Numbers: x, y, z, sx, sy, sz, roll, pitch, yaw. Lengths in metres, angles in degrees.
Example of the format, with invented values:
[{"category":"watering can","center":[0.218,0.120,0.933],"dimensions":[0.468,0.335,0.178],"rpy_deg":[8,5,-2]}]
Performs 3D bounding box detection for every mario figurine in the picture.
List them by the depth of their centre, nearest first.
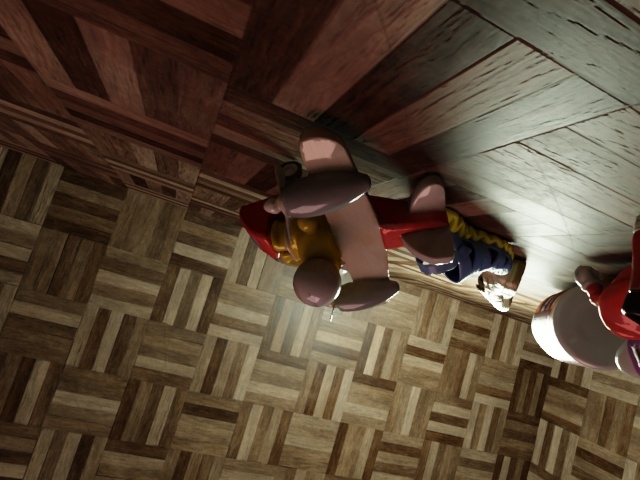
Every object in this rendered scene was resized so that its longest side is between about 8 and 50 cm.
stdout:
[{"category":"mario figurine","center":[0.645,0.092,0.854],"dimensions":[0.198,0.170,0.320],"rpy_deg":[-31,159,26]}]

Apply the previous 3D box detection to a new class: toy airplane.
[{"category":"toy airplane","center":[0.051,0.005,0.781],"dimensions":[0.385,0.273,0.384],"rpy_deg":[33,149,-14]}]

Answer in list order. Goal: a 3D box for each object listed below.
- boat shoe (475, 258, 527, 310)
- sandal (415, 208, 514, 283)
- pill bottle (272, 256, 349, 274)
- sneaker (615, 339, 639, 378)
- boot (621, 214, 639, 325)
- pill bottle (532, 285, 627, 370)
[{"category":"boat shoe","center":[0.525,0.119,1.258],"dimensions":[0.110,0.122,0.341],"rpy_deg":[19,164,23]},{"category":"sandal","center":[0.316,0.033,0.959],"dimensions":[0.317,0.138,0.126],"rpy_deg":[19,171,-30]},{"category":"pill bottle","center":[0.000,0.000,1.245],"dimensions":[0.333,0.188,0.187],"rpy_deg":[10,171,45]},{"category":"sneaker","center":[0.651,0.210,0.805],"dimensions":[0.160,0.102,0.282],"rpy_deg":[-3,155,-18]},{"category":"boot","center":[0.541,0.080,0.595],"dimensions":[0.244,0.177,0.088],"rpy_deg":[16,172,-6]},{"category":"pill bottle","center":[0.764,0.254,1.254],"dimensions":[0.223,0.224,0.392],"rpy_deg":[15,172,18]}]
